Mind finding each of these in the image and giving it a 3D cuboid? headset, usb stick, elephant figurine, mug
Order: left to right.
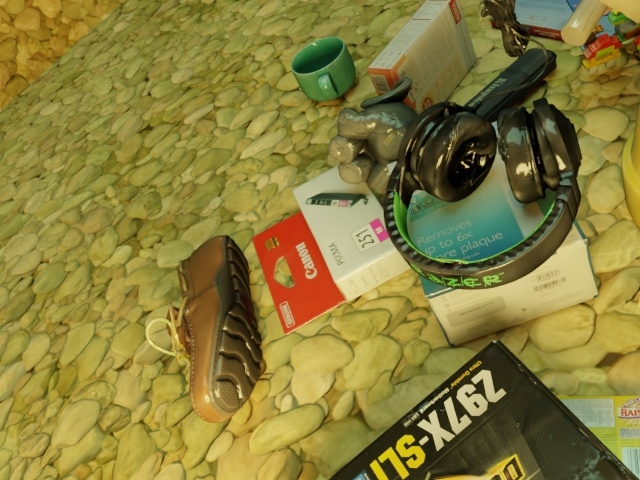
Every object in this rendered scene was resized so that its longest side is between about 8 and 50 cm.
[{"bbox_3d":[0.007,-0.358,1.495,0.129,0.097,0.158,5,53,34],"label":"mug"},{"bbox_3d":[0.119,-0.203,1.196,0.186,0.169,0.239,19,36,13],"label":"elephant figurine"},{"bbox_3d":[0.214,-0.134,0.887,0.243,0.185,0.394,5,62,33],"label":"headset"},{"bbox_3d":[0.316,-0.256,1.244,0.278,0.045,0.077,-41,40,-10],"label":"usb stick"}]

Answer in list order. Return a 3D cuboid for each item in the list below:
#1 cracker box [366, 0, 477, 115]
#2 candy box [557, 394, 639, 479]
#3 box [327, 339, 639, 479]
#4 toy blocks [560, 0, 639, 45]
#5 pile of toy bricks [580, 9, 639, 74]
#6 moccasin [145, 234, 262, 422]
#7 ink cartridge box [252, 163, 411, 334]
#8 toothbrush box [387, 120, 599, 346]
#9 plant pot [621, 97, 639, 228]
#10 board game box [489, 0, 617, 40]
[{"bbox_3d":[0.200,-0.339,1.313,0.067,0.156,0.232,18,60,43],"label":"cracker box"},{"bbox_3d":[0.312,0.229,0.778,0.205,0.027,0.105,-7,45,26],"label":"candy box"},{"bbox_3d":[0.158,0.300,0.740,0.322,0.079,0.257,-40,39,1],"label":"box"},{"bbox_3d":[0.563,-0.393,0.968,0.288,0.309,0.260,34,74,8],"label":"toy blocks"},{"bbox_3d":[0.539,-0.384,1.164,0.212,0.105,0.118,-21,64,7],"label":"pile of toy bricks"},{"bbox_3d":[-0.186,0.135,1.092,0.147,0.139,0.380,-26,41,8],"label":"moccasin"},{"bbox_3d":[0.000,0.000,1.175,0.238,0.060,0.275,-28,41,2],"label":"ink cartridge box"},{"bbox_3d":[0.239,-0.023,1.000,0.216,0.126,0.296,-20,41,12],"label":"toothbrush box"},{"bbox_3d":[0.513,-0.146,0.867,0.254,0.239,0.254,-16,44,16],"label":"plant pot"},{"bbox_3d":[0.489,-0.451,1.346,0.145,0.027,0.281,-44,42,-12],"label":"board game box"}]
